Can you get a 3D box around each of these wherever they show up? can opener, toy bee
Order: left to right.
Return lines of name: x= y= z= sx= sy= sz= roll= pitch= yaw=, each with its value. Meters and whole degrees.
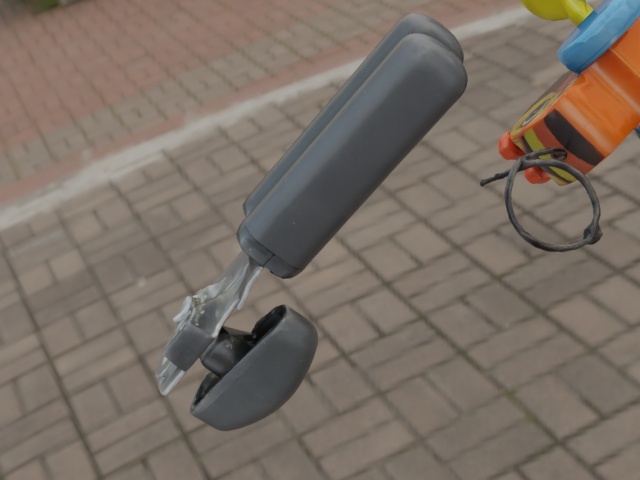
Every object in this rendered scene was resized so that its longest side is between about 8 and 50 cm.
can opener: x=0.000 y=0.000 z=0.779 sx=0.283 sy=0.095 sz=0.076 roll=-48 pitch=15 yaw=22
toy bee: x=0.186 y=-0.109 z=0.900 sx=0.298 sy=0.195 sz=0.162 roll=-25 pitch=-3 yaw=-22
